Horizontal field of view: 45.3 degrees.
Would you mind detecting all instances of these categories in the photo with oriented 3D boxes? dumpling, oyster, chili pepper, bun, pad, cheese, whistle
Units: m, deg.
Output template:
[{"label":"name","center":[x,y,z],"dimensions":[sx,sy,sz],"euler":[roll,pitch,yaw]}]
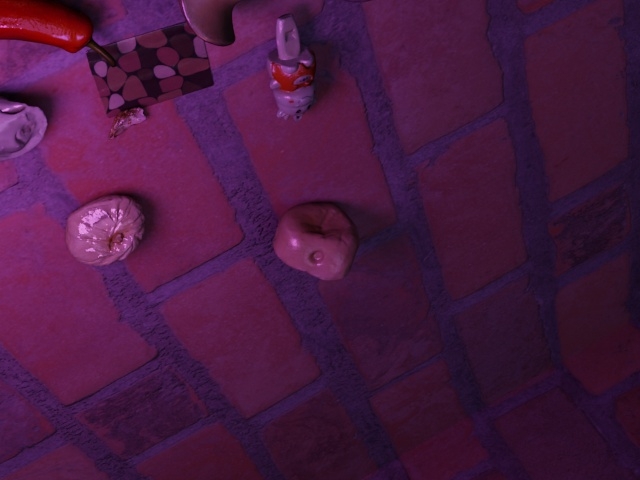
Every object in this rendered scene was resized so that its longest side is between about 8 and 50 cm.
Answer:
[{"label":"dumpling","center":[-0.623,-0.214,1.453],"dimensions":[0.219,0.152,0.108],"euler":[-14,90,1]},{"label":"oyster","center":[-0.406,-0.244,1.581],"dimensions":[0.093,0.034,0.051],"euler":[-33,159,-13]},{"label":"chili pepper","center":[-0.549,-0.379,1.368],"dimensions":[0.368,0.092,0.137],"euler":[0,145,-21]},{"label":"bun","center":[-0.469,-0.018,1.682],"dimensions":[0.188,0.111,0.164],"euler":[-25,132,-3]},{"label":"pad","center":[-0.341,-0.347,1.553],"dimensions":[0.235,0.003,0.158],"euler":[-20,134,-13]},{"label":"cheese","center":[0.000,0.000,1.894],"dimensions":[0.235,0.218,0.117],"euler":[-23,142,-41]},{"label":"whistle","center":[-0.058,-0.361,1.634],"dimensions":[0.102,0.105,0.253],"euler":[-55,150,-41]}]

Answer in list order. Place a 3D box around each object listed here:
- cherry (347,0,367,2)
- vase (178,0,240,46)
[{"label":"cherry","center":[0.068,-0.553,1.515],"dimensions":[0.176,0.140,0.176],"euler":[1,132,1]},{"label":"vase","center":[-0.162,-0.557,1.354],"dimensions":[0.302,0.241,0.329],"euler":[-32,108,18]}]
